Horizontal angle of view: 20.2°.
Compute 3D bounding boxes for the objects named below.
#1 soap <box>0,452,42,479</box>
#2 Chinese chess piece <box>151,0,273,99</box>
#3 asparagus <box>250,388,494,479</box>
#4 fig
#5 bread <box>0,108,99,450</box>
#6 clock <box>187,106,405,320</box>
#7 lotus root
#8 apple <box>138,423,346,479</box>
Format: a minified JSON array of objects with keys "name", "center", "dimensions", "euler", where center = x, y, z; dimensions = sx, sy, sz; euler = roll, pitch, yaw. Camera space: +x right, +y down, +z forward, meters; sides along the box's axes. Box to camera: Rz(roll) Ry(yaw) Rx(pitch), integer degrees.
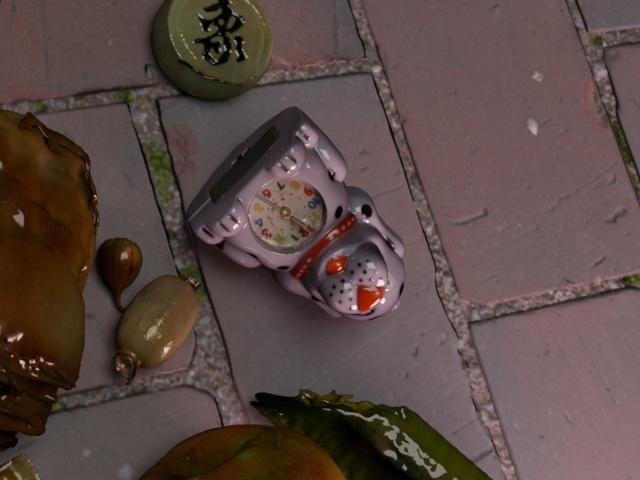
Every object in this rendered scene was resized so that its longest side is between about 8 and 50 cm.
[{"name":"soap","center":[-0.300,0.359,1.762],"dimensions":[0.160,0.080,0.257],"euler":[-27,85,-31]},{"name":"Chinese chess piece","center":[-0.125,-0.235,2.099],"dimensions":[0.144,0.058,0.144],"euler":[10,68,-24]},{"name":"asparagus","center":[0.101,0.261,1.990],"dimensions":[0.382,0.128,0.108],"euler":[41,21,-6]},{"name":"fig","center":[-0.217,0.038,1.957],"dimensions":[0.050,0.050,0.083],"euler":[-6,93,-29]},{"name":"bread","center":[-0.330,0.026,1.772],"dimensions":[0.277,0.167,0.324],"euler":[31,63,-48]},{"name":"clock","center":[-0.002,-0.001,2.021],"dimensions":[0.254,0.189,0.189],"euler":[45,57,-14]},{"name":"lotus root","center":[-0.178,0.090,1.941],"dimensions":[0.073,0.062,0.150],"euler":[43,55,-12]},{"name":"apple","center":[-0.076,0.316,1.838],"dimensions":[0.246,0.246,0.226],"euler":[-29,104,-33]}]
